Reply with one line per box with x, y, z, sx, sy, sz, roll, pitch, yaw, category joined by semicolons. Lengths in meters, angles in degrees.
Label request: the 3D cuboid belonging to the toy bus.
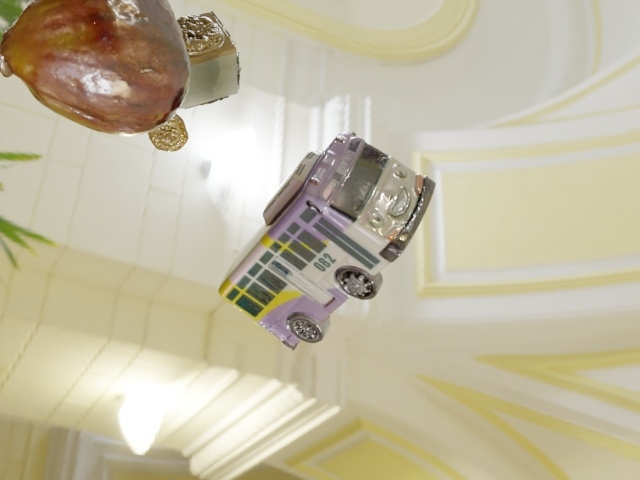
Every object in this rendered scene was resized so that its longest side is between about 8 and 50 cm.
0.000;0.000;1.670;0.440;0.249;0.209;-45;-169;50;toy bus

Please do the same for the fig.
-0.287;-0.250;1.187;0.224;0.263;0.224;4;-83;29;fig

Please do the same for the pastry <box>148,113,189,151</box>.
-0.378;-0.269;2.171;0.057;0.109;0.097;-99;-157;-66;pastry

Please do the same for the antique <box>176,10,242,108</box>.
-0.258;-0.376;1.810;0.146;0.152;0.148;55;-24;36;antique
